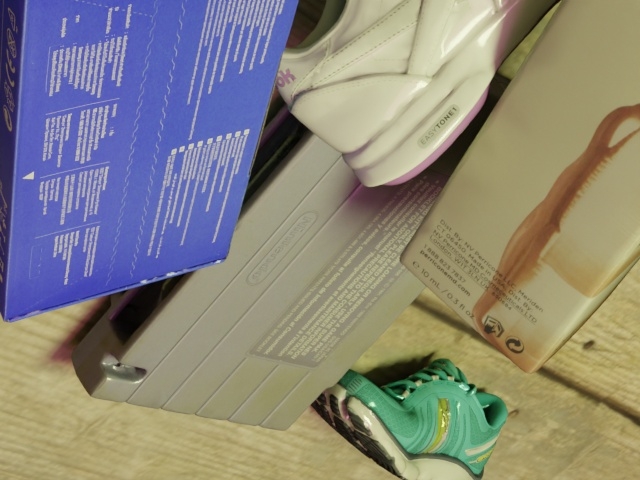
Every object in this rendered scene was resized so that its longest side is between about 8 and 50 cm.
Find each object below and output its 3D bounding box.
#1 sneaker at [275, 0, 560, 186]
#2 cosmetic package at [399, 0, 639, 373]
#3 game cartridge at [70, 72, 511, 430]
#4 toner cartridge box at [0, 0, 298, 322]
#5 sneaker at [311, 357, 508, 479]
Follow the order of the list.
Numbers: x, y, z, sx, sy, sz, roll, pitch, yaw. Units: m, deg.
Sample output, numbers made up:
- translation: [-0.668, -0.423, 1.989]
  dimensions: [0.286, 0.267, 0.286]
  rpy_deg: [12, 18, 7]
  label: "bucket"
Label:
- translation: [0.085, -0.185, 1.039]
  dimensions: [0.152, 0.114, 0.305]
  rpy_deg: [39, 86, -11]
  label: "sneaker"
- translation: [0.189, -0.067, 1.080]
  dimensions: [0.153, 0.129, 0.296]
  rpy_deg: [-38, 165, -40]
  label: "cosmetic package"
- translation: [0.000, 0.000, 1.253]
  dimensions: [0.355, 0.068, 0.230]
  rpy_deg: [-48, 146, 21]
  label: "game cartridge"
- translation: [-0.118, -0.083, 0.991]
  dimensions: [0.165, 0.075, 0.348]
  rpy_deg: [-17, 154, -22]
  label: "toner cartridge box"
- translation: [0.082, 0.151, 1.485]
  dimensions: [0.110, 0.107, 0.275]
  rpy_deg: [-57, 146, 2]
  label: "sneaker"
